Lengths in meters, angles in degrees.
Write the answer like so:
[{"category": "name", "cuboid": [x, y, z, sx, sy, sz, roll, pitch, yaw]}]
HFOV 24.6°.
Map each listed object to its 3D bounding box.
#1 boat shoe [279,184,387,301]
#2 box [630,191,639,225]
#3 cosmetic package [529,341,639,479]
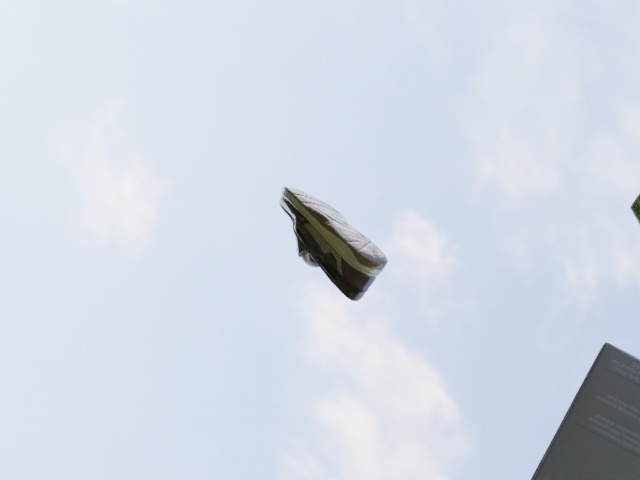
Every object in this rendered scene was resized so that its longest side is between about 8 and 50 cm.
[{"category": "boat shoe", "cuboid": [0.000, 0.000, 1.256, 0.049, 0.056, 0.152, -61, -145, 12]}, {"category": "box", "cuboid": [0.331, 0.019, 1.048, 0.036, 0.207, 0.114, -61, -149, 32]}, {"category": "cosmetic package", "cuboid": [0.219, 0.213, 1.141, 0.127, 0.107, 0.238, 30, -96, 13]}]
